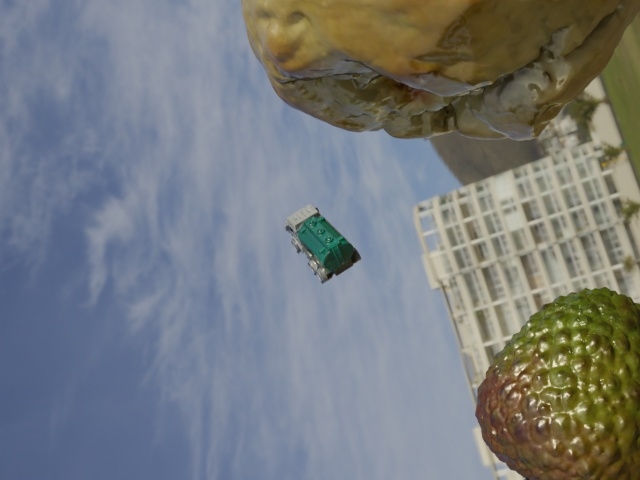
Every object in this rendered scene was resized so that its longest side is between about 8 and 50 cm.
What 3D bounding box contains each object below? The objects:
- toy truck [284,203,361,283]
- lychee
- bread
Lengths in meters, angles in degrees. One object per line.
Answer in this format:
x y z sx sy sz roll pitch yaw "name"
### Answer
0.000 0.000 0.721 0.083 0.039 0.044 46 164 50 "toy truck"
0.145 0.098 0.483 0.114 0.114 0.146 29 -98 -62 "lychee"
0.062 -0.134 0.482 0.244 0.245 0.134 22 -105 -65 "bread"
